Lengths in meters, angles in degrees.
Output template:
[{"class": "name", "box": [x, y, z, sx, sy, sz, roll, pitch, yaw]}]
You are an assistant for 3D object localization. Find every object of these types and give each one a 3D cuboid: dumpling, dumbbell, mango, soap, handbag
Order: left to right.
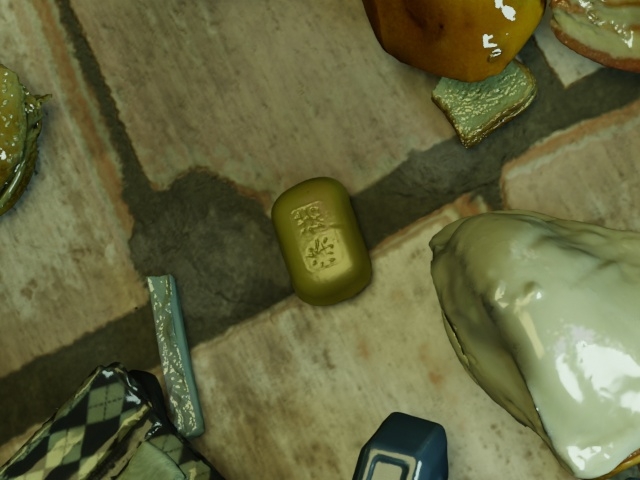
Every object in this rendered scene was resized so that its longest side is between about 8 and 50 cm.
[{"class": "handbag", "box": [-0.161, 0.347, 1.448, 0.416, 0.180, 0.316, 37, 88, 22]}, {"class": "soap", "box": [0.000, 0.000, 1.554, 0.089, 0.045, 0.140, -20, 73, 6]}, {"class": "mango", "box": [0.128, -0.279, 1.534, 0.236, 0.166, 0.136, 24, 40, 39]}, {"class": "dumbbell", "box": [0.184, 0.273, 1.390, 0.316, 0.156, 0.143, 14, 51, 18]}, {"class": "dumpling", "box": [0.237, 0.055, 1.401, 0.243, 0.187, 0.318, -25, 55, 0]}]

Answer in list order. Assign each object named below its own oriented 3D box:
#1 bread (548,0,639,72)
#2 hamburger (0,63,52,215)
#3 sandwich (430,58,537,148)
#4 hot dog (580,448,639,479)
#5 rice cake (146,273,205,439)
[{"class": "bread", "box": [0.335, -0.265, 1.457, 0.244, 0.190, 0.123, -9, 40, 33]}, {"class": "hamburger", "box": [-0.417, -0.108, 1.654, 0.189, 0.122, 0.215, 24, 87, 17]}, {"class": "sandwich", "box": [0.172, -0.158, 1.549, 0.105, 0.036, 0.093, -31, 70, 6]}, {"class": "hot dog", "box": [0.306, 0.178, 1.428, 0.165, 0.045, 0.071, -31, 72, 7]}, {"class": "rice cake", "box": [-0.156, 0.122, 1.569, 0.030, 0.042, 0.180, -15, 74, 9]}]
